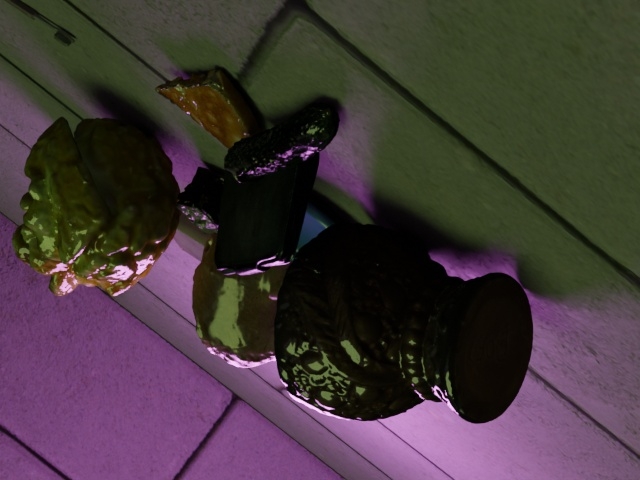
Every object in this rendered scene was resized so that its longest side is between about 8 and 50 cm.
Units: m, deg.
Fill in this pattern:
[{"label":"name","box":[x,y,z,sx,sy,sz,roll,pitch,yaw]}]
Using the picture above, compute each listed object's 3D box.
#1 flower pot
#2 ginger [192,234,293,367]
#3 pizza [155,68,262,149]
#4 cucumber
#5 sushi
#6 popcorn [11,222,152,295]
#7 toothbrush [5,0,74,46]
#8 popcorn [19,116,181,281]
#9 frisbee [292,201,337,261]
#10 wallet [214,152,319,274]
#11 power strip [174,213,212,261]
[{"label":"flower pot","box":[0.117,0.119,1.705,0.267,0.266,0.266,9,150,37]},{"label":"ginger","box":[-0.110,0.095,2.189,0.221,0.130,0.275,-15,114,30]},{"label":"pizza","box":[-0.150,-0.179,1.785,0.176,0.036,0.184,22,156,38]},{"label":"cucumber","box":[-0.039,-0.122,1.639,0.067,0.067,0.245,42,154,-19]},{"label":"sushi","box":[-0.171,-0.060,2.082,0.094,0.084,0.098,14,157,46]},{"label":"popcorn","box":[-0.426,-0.013,2.434,0.276,0.276,0.225,32,157,18]},{"label":"toothbrush","box":[-0.450,-0.350,1.980,0.194,0.017,0.014,36,159,13]},{"label":"popcorn","box":[-0.354,-0.060,2.127,0.282,0.282,0.247,37,124,-1]},{"label":"frisbee","box":[0.000,0.000,1.957,0.242,0.045,0.242,38,159,17]},{"label":"wallet","box":[-0.082,-0.038,1.831,0.045,0.172,0.318,13,171,-20]},{"label":"power strip","box":[-0.189,0.018,2.382,0.270,0.046,0.118,31,161,37]}]
